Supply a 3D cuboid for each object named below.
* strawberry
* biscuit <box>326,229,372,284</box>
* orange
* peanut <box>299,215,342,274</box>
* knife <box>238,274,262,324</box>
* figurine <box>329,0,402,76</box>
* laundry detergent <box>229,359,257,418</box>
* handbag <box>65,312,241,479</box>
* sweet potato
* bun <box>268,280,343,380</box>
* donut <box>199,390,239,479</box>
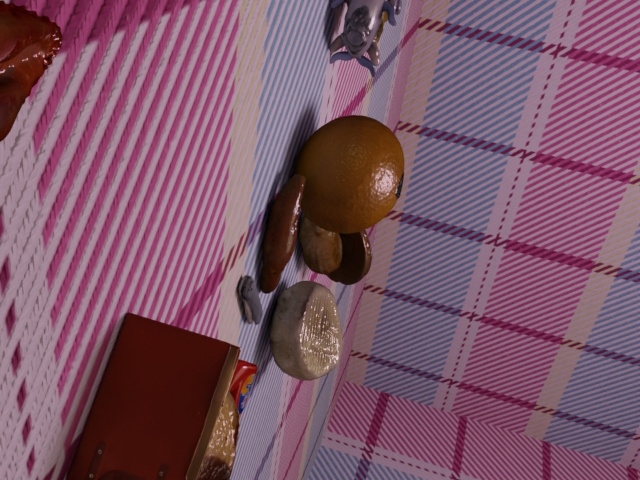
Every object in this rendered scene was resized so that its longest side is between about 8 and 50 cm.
[{"bbox_3d":[-0.199,-0.100,0.387,0.152,0.048,0.104,-57,163,-51],"label":"strawberry"},{"bbox_3d":[0.057,0.010,1.602,0.049,0.181,0.208,-24,130,-41],"label":"biscuit"},{"bbox_3d":[0.056,-0.127,1.279,0.236,0.236,0.236,15,90,-80],"label":"orange"},{"bbox_3d":[0.000,0.000,1.507,0.226,0.095,0.108,78,13,-61],"label":"peanut"},{"bbox_3d":[-0.125,0.112,1.172,0.162,0.023,0.044,86,25,-62],"label":"knife"},{"bbox_3d":[0.086,-0.428,1.274,0.184,0.128,0.208,-67,176,-49],"label":"figurine"},{"bbox_3d":[-0.162,0.295,1.166,0.097,0.049,0.165,36,71,-72],"label":"laundry detergent"},{"bbox_3d":[-0.176,0.186,0.702,0.063,0.127,0.190,65,41,-72],"label":"handbag"},{"bbox_3d":[-0.076,0.003,1.194,0.078,0.058,0.255,-102,-155,-65],"label":"sweet potato"},{"bbox_3d":[-0.040,0.195,1.446,0.220,0.134,0.220,21,66,-58],"label":"bun"},{"bbox_3d":[-0.178,0.239,0.770,0.085,0.141,0.217,56,41,-65],"label":"donut"}]
